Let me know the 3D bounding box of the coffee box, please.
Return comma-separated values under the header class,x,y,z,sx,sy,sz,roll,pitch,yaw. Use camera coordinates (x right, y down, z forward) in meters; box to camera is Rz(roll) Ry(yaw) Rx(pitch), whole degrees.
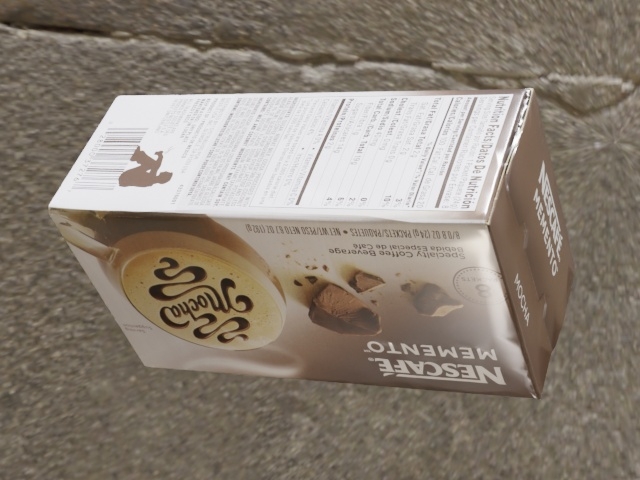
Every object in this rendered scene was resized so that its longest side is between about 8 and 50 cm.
class,x,y,z,sx,sy,sz,roll,pitch,yaw
coffee box,0.000,0.000,0.810,0.297,0.118,0.168,2,138,24
